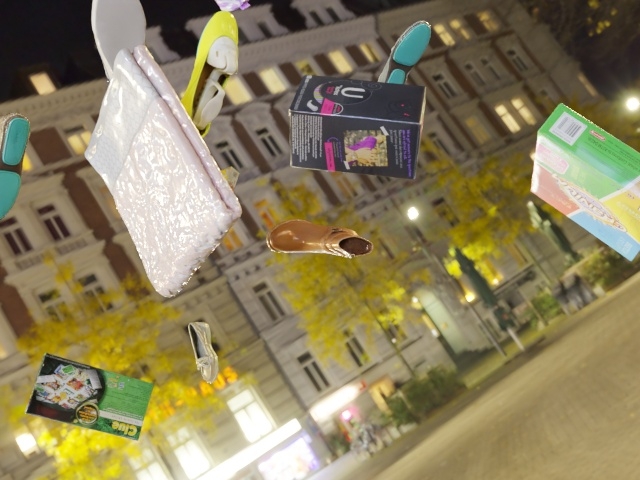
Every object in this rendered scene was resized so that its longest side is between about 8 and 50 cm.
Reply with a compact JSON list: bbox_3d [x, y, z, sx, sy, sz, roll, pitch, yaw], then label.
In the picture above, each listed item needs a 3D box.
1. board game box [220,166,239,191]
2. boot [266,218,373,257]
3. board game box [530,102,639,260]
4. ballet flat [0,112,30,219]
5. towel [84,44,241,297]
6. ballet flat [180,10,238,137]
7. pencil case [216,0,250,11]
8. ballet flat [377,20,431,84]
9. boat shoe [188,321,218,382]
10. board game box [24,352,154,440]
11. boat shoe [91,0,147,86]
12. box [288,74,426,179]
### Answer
[{"bbox_3d":[-0.230,-0.074,1.572,0.103,0.026,0.154,-18,44,35],"label":"board game box"},{"bbox_3d":[0.000,0.000,1.599,0.197,0.073,0.152,-5,12,-26],"label":"boot"},{"bbox_3d":[0.493,-0.092,1.350,0.064,0.242,0.316,-50,-20,-3],"label":"board game box"},{"bbox_3d":[-0.588,-0.137,1.413,0.073,0.067,0.206,17,-87,-49],"label":"ballet flat"},{"bbox_3d":[-0.269,-0.096,1.232,0.053,0.317,0.332,-25,-10,-34],"label":"towel"},{"bbox_3d":[-0.182,-0.277,1.306,0.077,0.077,0.231,20,-86,-44],"label":"ballet flat"},{"bbox_3d":[-0.236,-0.636,1.797,0.086,0.088,0.206,-39,-49,-10],"label":"pencil case"},{"bbox_3d":[0.169,-0.388,1.672,0.072,0.068,0.213,12,-63,-28],"label":"ballet flat"},{"bbox_3d":[-0.289,0.273,1.866,0.056,0.153,0.048,-23,-19,36],"label":"boat shoe"},{"bbox_3d":[-0.512,0.353,1.712,0.259,0.136,0.030,24,-24,-27],"label":"board game box"},{"bbox_3d":[-0.485,-0.463,1.831,0.127,0.158,0.341,-20,-53,-23],"label":"boat shoe"},{"bbox_3d":[0.080,-0.242,1.618,0.165,0.270,0.143,-75,-10,-50],"label":"box"}]
